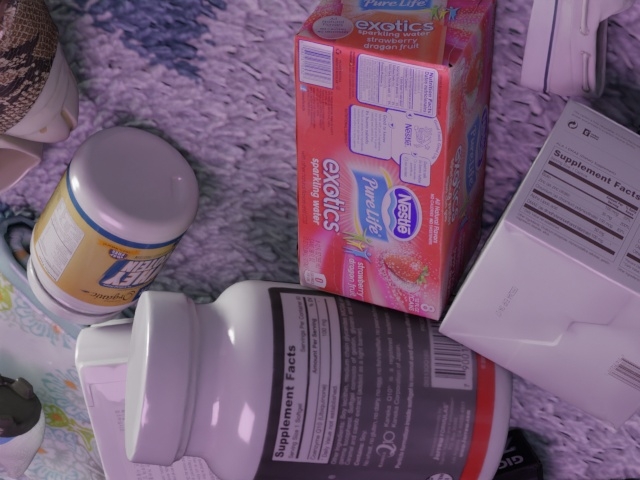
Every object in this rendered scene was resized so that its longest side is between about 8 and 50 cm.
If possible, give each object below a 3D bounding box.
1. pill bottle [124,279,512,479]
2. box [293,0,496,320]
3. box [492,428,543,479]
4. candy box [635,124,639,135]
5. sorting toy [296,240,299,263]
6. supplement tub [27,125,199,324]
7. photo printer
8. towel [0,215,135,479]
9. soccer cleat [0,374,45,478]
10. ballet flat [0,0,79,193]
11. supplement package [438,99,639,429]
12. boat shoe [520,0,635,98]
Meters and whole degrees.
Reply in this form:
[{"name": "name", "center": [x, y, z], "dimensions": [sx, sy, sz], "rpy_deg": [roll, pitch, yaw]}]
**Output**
[{"name": "pill bottle", "center": [-0.007, 0.148, 1.696], "dimensions": [0.363, 0.210, 0.210], "rpy_deg": [5, 135, -12]}, {"name": "box", "center": [0.072, -0.091, 1.594], "dimensions": [0.154, 0.142, 0.300], "rpy_deg": [14, 132, 18]}, {"name": "box", "center": [0.112, 0.378, 1.897], "dimensions": [0.295, 0.073, 0.293], "rpy_deg": [-16, 125, -11]}, {"name": "candy box", "center": [0.385, -0.134, 1.439], "dimensions": [0.159, 0.071, 0.233], "rpy_deg": [29, 134, 5]}, {"name": "sorting toy", "center": [0.000, 0.000, 1.779], "dimensions": [0.061, 0.042, 0.102], "rpy_deg": [17, 132, 15]}, {"name": "supplement tub", "center": [-0.230, -0.012, 1.822], "dimensions": [0.144, 0.144, 0.200], "rpy_deg": [35, 135, -2]}, {"name": "photo printer", "center": [-0.101, 0.195, 1.898], "dimensions": [0.307, 0.107, 0.256], "rpy_deg": [-7, 120, 6]}, {"name": "towel", "center": [-0.339, 0.163, 2.067], "dimensions": [0.320, 0.090, 0.374], "rpy_deg": [-30, 108, 41]}, {"name": "soccer cleat", "center": [-0.488, 0.192, 2.038], "dimensions": [0.331, 0.116, 0.143], "rpy_deg": [24, 135, 11]}, {"name": "ballet flat", "center": [-0.368, -0.139, 1.809], "dimensions": [0.182, 0.164, 0.483], "rpy_deg": [27, 145, -25]}, {"name": "supplement package", "center": [0.253, 0.030, 1.542], "dimensions": [0.204, 0.145, 0.262], "rpy_deg": [29, 155, 4]}, {"name": "boat shoe", "center": [0.233, -0.227, 1.441], "dimensions": [0.084, 0.095, 0.258], "rpy_deg": [16, 143, 10]}]
